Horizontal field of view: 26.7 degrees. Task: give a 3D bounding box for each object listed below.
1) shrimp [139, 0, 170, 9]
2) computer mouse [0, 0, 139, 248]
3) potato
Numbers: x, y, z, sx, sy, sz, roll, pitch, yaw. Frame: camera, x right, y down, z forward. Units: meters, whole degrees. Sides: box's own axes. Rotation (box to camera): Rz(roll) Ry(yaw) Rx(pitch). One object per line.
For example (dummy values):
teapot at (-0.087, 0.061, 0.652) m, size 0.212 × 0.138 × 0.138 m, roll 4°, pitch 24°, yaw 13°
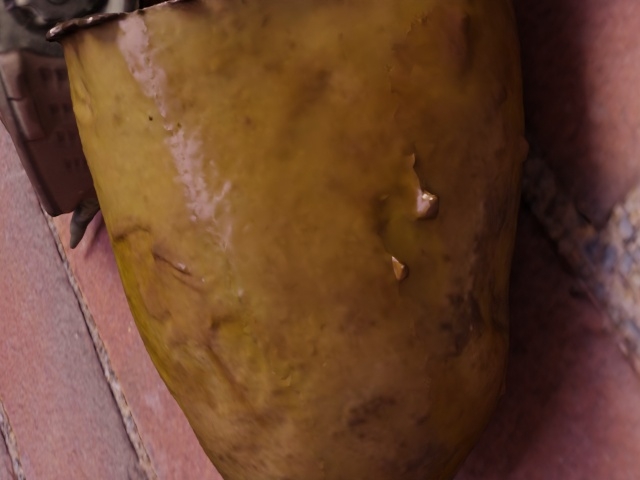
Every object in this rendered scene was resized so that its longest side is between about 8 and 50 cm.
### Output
shrimp at (-0.109, -0.121, 0.913) m, size 0.101 × 0.042 × 0.190 m, roll -6°, pitch 84°, yaw 63°
computer mouse at (-0.188, -0.146, 0.922) m, size 0.199 × 0.115 × 0.389 m, roll -98°, pitch 16°, yaw -47°
potato at (0.000, 0.000, 0.627) m, size 0.229 × 0.229 × 0.266 m, roll 1°, pitch 105°, yaw 56°
